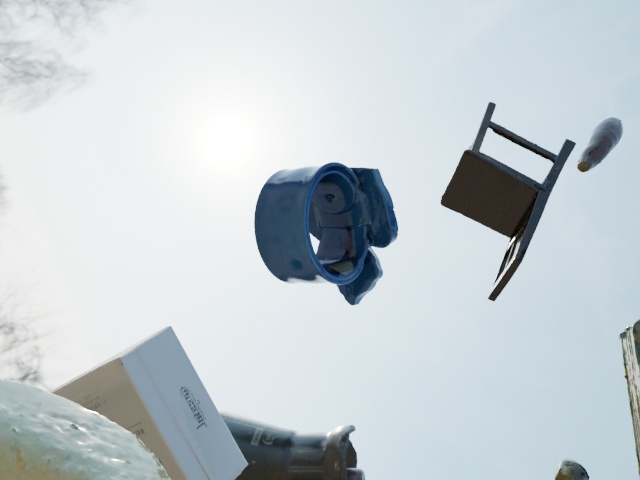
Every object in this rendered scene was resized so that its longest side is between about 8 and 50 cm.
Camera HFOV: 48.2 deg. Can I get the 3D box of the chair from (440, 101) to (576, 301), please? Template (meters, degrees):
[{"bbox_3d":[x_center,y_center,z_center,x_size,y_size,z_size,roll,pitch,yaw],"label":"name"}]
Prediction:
[{"bbox_3d":[0.405,-0.100,1.697,0.240,0.416,0.203,30,-36,10],"label":"chair"}]

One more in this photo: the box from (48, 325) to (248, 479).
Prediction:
[{"bbox_3d":[-0.260,0.261,0.895,0.274,0.116,0.203,-30,-89,25],"label":"box"}]

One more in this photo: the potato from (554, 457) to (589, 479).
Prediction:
[{"bbox_3d":[0.334,0.315,0.954,0.045,0.092,0.047,14,-85,27],"label":"potato"}]

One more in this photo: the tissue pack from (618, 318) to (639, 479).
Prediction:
[{"bbox_3d":[0.680,0.305,1.284,0.128,0.227,0.311,85,9,-61],"label":"tissue pack"}]

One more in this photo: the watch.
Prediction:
[{"bbox_3d":[0.000,0.000,1.440,0.241,0.274,0.306,-5,-83,36],"label":"watch"}]

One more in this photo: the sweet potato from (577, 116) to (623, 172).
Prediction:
[{"bbox_3d":[0.542,-0.192,1.371,0.057,0.264,0.057,16,-58,28],"label":"sweet potato"}]

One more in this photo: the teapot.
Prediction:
[{"bbox_3d":[-0.102,0.481,1.290,0.376,0.361,0.306,-81,164,-54],"label":"teapot"}]

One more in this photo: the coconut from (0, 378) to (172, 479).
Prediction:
[{"bbox_3d":[-0.191,0.209,0.397,0.239,0.239,0.244,56,-30,19],"label":"coconut"}]
